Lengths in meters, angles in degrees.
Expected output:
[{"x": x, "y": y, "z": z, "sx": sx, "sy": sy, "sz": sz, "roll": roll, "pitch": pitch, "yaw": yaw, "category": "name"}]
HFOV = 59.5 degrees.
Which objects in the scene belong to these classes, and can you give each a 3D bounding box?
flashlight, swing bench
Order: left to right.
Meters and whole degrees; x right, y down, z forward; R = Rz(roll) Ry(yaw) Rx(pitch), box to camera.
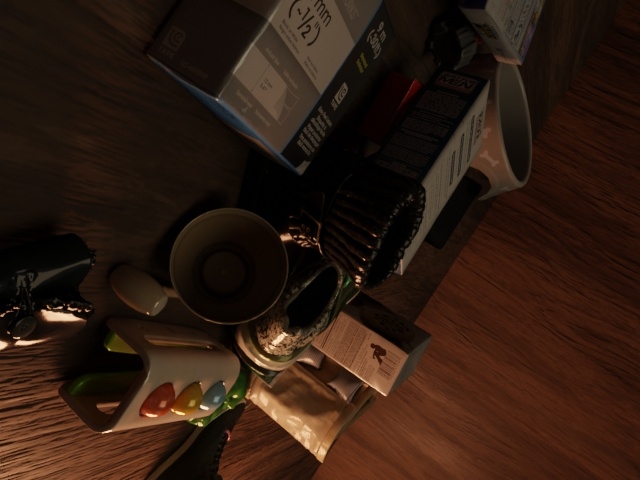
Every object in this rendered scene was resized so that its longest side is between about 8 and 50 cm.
[{"x": -0.007, "y": 0.341, "z": 1.359, "sx": 0.255, "sy": 0.253, "sz": 0.165, "roll": -32, "pitch": 148, "yaw": -47, "category": "swing bench"}, {"x": 0.335, "y": -0.428, "z": 1.180, "sx": 0.304, "sy": 0.103, "sz": 0.103, "roll": -38, "pitch": 155, "yaw": -40, "category": "flashlight"}]

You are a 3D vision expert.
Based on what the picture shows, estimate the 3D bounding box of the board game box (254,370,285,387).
[{"x": -0.096, "y": 0.222, "z": 1.202, "sx": 0.154, "sy": 0.103, "sz": 0.026, "roll": -49, "pitch": 158, "yaw": -17, "category": "board game box"}]

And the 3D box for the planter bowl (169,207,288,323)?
[{"x": -0.136, "y": 0.042, "z": 0.818, "sx": 0.162, "sy": 0.162, "sz": 0.109, "roll": -49, "pitch": -175, "yaw": -16, "category": "planter bowl"}]

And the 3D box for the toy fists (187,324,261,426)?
[{"x": -0.165, "y": 0.240, "z": 1.096, "sx": 0.279, "sy": 0.096, "sz": 0.142, "roll": -47, "pitch": 158, "yaw": -24, "category": "toy fists"}]

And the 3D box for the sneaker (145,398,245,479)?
[{"x": -0.236, "y": 0.490, "z": 1.235, "sx": 0.296, "sy": 0.147, "sz": 0.104, "roll": -44, "pitch": 154, "yaw": -31, "category": "sneaker"}]

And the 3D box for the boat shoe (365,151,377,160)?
[{"x": 0.115, "y": -0.117, "z": 1.203, "sx": 0.073, "sy": 0.080, "sz": 0.223, "roll": -48, "pitch": 163, "yaw": -34, "category": "boat shoe"}]

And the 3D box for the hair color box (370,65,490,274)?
[{"x": 0.180, "y": -0.130, "z": 1.004, "sx": 0.347, "sy": 0.105, "sz": 0.174, "roll": -53, "pitch": 154, "yaw": -25, "category": "hair color box"}]

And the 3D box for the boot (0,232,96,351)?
[{"x": -0.334, "y": 0.113, "z": 0.550, "sx": 0.207, "sy": 0.094, "sz": 0.246, "roll": -8, "pitch": 123, "yaw": -57, "category": "boot"}]

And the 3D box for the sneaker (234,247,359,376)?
[{"x": 0.020, "y": 0.072, "z": 1.046, "sx": 0.410, "sy": 0.158, "sz": 0.182, "roll": -52, "pitch": -172, "yaw": -34, "category": "sneaker"}]

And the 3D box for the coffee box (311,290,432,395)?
[{"x": 0.082, "y": 0.204, "z": 1.285, "sx": 0.168, "sy": 0.297, "sz": 0.118, "roll": -9, "pitch": 126, "yaw": -61, "category": "coffee box"}]

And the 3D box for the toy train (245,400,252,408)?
[{"x": -0.069, "y": 0.418, "z": 1.486, "sx": 0.248, "sy": 0.143, "sz": 0.105, "roll": -34, "pitch": 150, "yaw": -43, "category": "toy train"}]

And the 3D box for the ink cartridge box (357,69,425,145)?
[{"x": 0.156, "y": -0.241, "z": 1.098, "sx": 0.134, "sy": 0.078, "sz": 0.231, "roll": -61, "pitch": 158, "yaw": 10, "category": "ink cartridge box"}]

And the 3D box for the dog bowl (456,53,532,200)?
[{"x": 0.406, "y": -0.269, "z": 1.303, "sx": 0.349, "sy": 0.102, "sz": 0.348, "roll": 9, "pitch": 79, "yaw": -56, "category": "dog bowl"}]

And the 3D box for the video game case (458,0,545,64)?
[{"x": 0.366, "y": -0.507, "z": 1.050, "sx": 0.244, "sy": 0.061, "sz": 0.269, "roll": 14, "pitch": 96, "yaw": -54, "category": "video game case"}]

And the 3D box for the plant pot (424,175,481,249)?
[{"x": 0.240, "y": -0.117, "z": 1.341, "sx": 0.187, "sy": 0.188, "sz": 0.167, "roll": -57, "pitch": 148, "yaw": 5, "category": "plant pot"}]

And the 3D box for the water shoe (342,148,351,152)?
[{"x": 0.024, "y": -0.082, "z": 0.982, "sx": 0.203, "sy": 0.080, "sz": 0.072, "roll": 80, "pitch": 6, "yaw": -51, "category": "water shoe"}]

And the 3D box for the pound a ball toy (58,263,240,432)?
[{"x": -0.219, "y": 0.175, "z": 0.832, "sx": 0.208, "sy": 0.136, "sz": 0.319, "roll": -55, "pitch": 159, "yaw": -1, "category": "pound a ball toy"}]

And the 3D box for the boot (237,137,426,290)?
[{"x": -0.002, "y": 0.001, "z": 0.864, "sx": 0.131, "sy": 0.260, "sz": 0.348, "roll": -36, "pitch": 152, "yaw": -40, "category": "boot"}]

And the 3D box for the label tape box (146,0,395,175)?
[{"x": -0.006, "y": -0.277, "z": 0.661, "sx": 0.347, "sy": 0.115, "sz": 0.249, "roll": -54, "pitch": 159, "yaw": 1, "category": "label tape box"}]
